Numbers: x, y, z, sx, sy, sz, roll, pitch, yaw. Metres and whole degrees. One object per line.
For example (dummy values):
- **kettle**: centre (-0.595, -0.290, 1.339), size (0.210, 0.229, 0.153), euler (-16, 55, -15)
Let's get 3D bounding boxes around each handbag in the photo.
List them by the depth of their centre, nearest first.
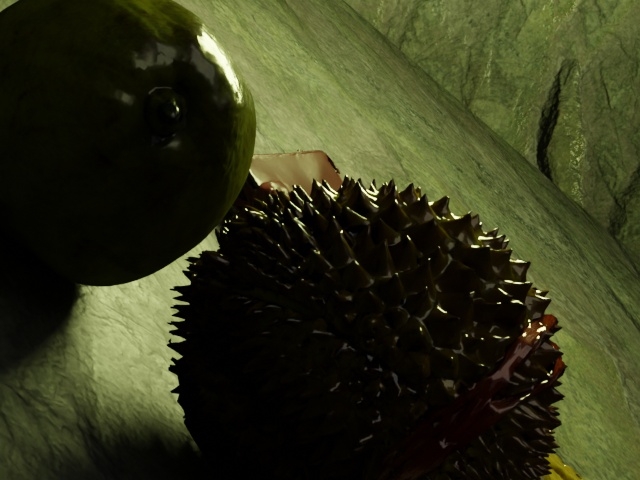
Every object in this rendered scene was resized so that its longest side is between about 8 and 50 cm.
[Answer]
- **handbag**: centre (0.001, -0.001, 1.713), size (0.260, 0.084, 0.275), euler (54, 22, 14)

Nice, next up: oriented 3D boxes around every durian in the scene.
- **durian**: centre (0.049, 0.118, 1.172), size (0.384, 0.347, 0.347), euler (35, 22, -17)

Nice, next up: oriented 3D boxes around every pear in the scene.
- **pear**: centre (-0.189, -0.106, 1.184), size (0.287, 0.287, 0.375), euler (39, -14, -19)

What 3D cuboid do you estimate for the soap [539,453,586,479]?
- **soap**: centre (0.272, 0.357, 1.388), size (0.335, 0.156, 0.293), euler (41, 8, -22)
